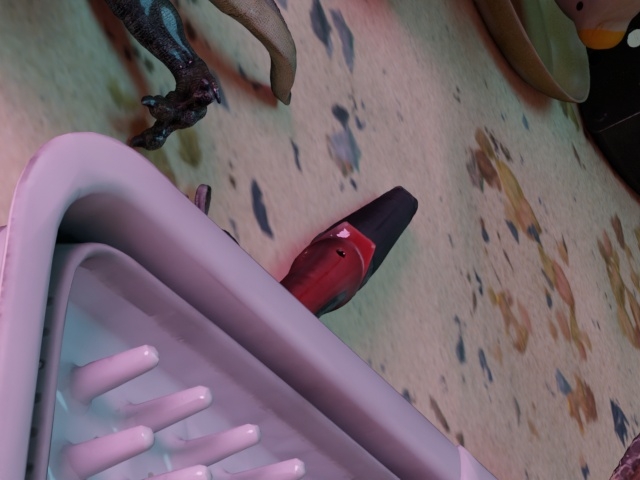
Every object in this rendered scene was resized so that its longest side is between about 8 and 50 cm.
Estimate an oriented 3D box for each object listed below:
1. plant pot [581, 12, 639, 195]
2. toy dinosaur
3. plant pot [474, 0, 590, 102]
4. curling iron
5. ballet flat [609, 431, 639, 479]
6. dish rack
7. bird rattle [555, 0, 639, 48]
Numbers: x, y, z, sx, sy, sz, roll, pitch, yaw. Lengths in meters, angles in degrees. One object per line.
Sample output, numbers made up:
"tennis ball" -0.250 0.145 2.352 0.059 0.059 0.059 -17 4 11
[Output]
"plant pot" 0.309 -0.155 1.263 0.167 0.188 0.187 13 60 -48
"toy dinosaur" -0.062 -0.108 0.533 0.268 0.064 0.118 52 22 -43
"plant pot" 0.144 -0.210 1.107 0.236 0.032 0.236 49 30 -42
"curling iron" 0.000 0.000 0.608 0.274 0.035 0.068 -20 91 -67
"ballet flat" 0.236 0.290 0.792 0.182 0.164 0.483 -104 176 -80
"dish rack" -0.011 0.159 0.411 0.333 0.072 0.285 46 33 -44
"bird rattle" 0.202 -0.257 1.041 0.143 0.207 0.253 -7 54 -25
